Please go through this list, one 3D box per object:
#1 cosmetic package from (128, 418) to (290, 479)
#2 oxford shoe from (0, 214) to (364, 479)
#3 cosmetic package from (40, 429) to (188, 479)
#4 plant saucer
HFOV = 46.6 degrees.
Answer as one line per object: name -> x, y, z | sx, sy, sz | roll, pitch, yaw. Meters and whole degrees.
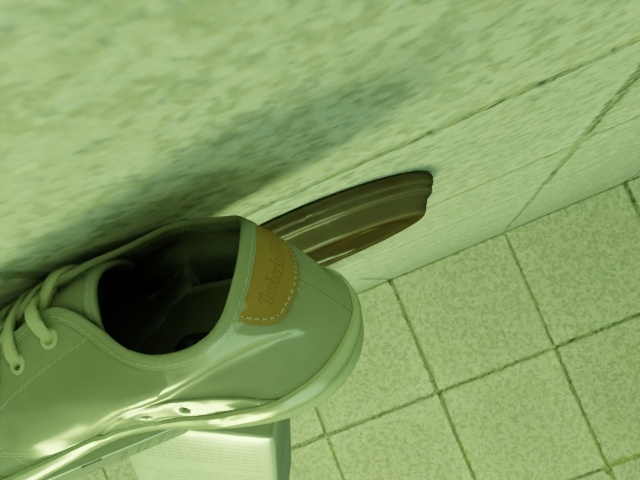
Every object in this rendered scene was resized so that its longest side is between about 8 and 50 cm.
cosmetic package -> -0.168, 0.330, 1.212 | 0.230, 0.161, 0.453 | 6, 141, 2
oxford shoe -> -0.190, 0.083, 0.556 | 0.449, 0.169, 0.130 | -17, 134, 22
cosmetic package -> -0.343, 0.210, 0.823 | 0.385, 0.156, 0.217 | -21, 167, -20
plant saucer -> 0.000, 0.000, 0.812 | 0.278, 0.041, 0.278 | -23, 174, -3
